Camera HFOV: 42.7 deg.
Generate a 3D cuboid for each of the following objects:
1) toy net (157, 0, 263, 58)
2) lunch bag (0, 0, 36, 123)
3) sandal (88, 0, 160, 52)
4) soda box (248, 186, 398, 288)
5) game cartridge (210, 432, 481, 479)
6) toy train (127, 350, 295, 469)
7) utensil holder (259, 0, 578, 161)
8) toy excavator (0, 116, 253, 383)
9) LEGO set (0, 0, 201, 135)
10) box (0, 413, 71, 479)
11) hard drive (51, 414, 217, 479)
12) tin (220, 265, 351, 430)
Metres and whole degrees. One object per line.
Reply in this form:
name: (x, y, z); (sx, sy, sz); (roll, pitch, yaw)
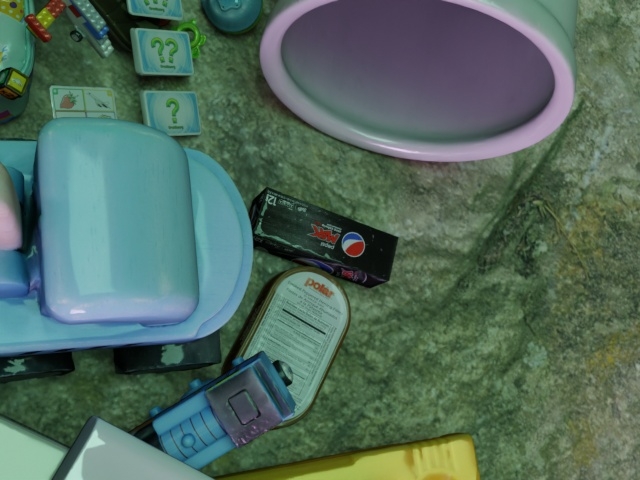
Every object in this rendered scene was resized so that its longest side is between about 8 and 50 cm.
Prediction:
toy net: (-0.171, -0.328, 0.946); (0.122, 0.045, 0.232); (-35, 89, 4)
lunch bag: (-0.398, -0.245, 0.792); (0.224, 0.108, 0.279); (-3, 78, -24)
sandal: (-0.248, -0.292, 0.863); (0.219, 0.060, 0.090); (56, 50, -41)
soda box: (0.000, 0.000, 0.927); (0.168, 0.053, 0.060); (20, 71, -16)
game cartridge: (0.025, 0.361, 0.821); (0.323, 0.053, 0.285); (-8, 80, -11)
toy train: (-0.108, 0.174, 0.792); (0.184, 0.105, 0.080); (-31, 89, -1)
utensil holder: (0.132, -0.333, 0.915); (0.327, 0.327, 0.386); (18, 70, -18)
toy excavator: (-0.234, -0.014, 0.618); (0.432, 0.445, 0.222); (-2, 78, -23)
LEGO set: (-0.210, -0.196, 0.817); (0.244, 0.060, 0.183); (-10, 94, -51)
box: (-0.345, 0.174, 0.713); (0.275, 0.113, 0.094); (29, 70, -12)
hard drive: (-0.118, 0.314, 0.712); (0.307, 0.040, 0.203); (35, 73, -21)
tin: (-0.034, 0.116, 0.897); (0.106, 0.040, 0.190); (33, 67, -17)
